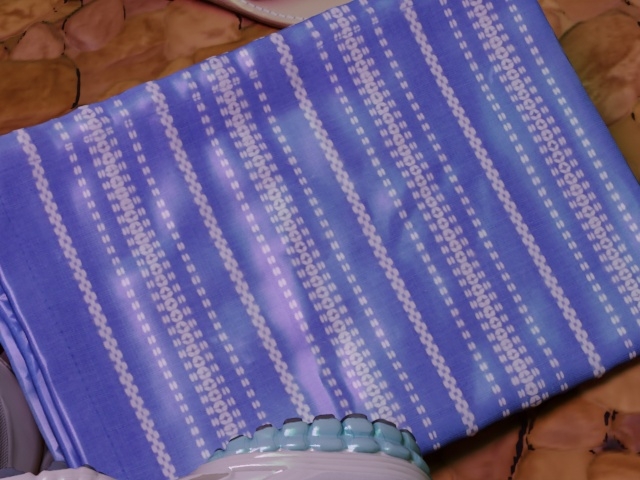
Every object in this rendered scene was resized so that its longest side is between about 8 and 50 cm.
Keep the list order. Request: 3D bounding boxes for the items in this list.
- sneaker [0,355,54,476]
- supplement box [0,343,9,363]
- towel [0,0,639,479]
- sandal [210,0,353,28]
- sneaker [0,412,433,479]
[{"bbox_3d":[-0.237,0.183,0.816,0.122,0.146,0.330,7,55,21],"label":"sneaker"},{"bbox_3d":[-0.249,0.007,0.899,0.073,0.239,0.130,22,60,32],"label":"supplement box"},{"bbox_3d":[0.000,0.000,0.882,0.336,0.040,0.243,-23,73,-11],"label":"towel"},{"bbox_3d":[-0.044,-0.195,1.110,0.240,0.079,0.088,11,56,25],"label":"sandal"},{"bbox_3d":[-0.078,0.159,0.714,0.283,0.110,0.122,-15,49,-7],"label":"sneaker"}]
